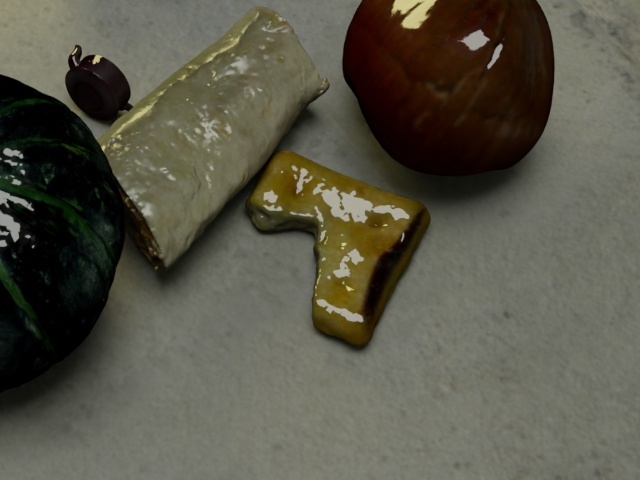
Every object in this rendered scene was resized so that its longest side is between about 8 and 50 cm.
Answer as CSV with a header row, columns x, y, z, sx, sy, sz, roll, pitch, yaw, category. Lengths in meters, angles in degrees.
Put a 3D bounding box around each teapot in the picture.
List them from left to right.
x,y,z,sx,sy,sz,roll,pitch,yaw,category
-0.221,-0.156,1.589,0.100,0.068,0.045,49,56,-15,teapot

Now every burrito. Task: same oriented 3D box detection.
x,y,z,sx,sy,sz,roll,pitch,yaw,category
-0.120,-0.105,1.536,0.143,0.105,0.299,28,56,19,burrito

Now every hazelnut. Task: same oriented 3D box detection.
x,y,z,sx,sy,sz,roll,pitch,yaw,category
0.130,-0.182,1.546,0.229,0.229,0.229,3,56,-4,hazelnut

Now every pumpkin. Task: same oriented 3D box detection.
x,y,z,sx,sy,sz,roll,pitch,yaw,category
-0.326,-0.017,1.373,0.315,0.238,0.315,0,58,0,pumpkin

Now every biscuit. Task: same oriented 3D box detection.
x,y,z,sx,sy,sz,roll,pitch,yaw,category
0.000,0.000,1.520,0.183,0.039,0.174,25,59,12,biscuit
